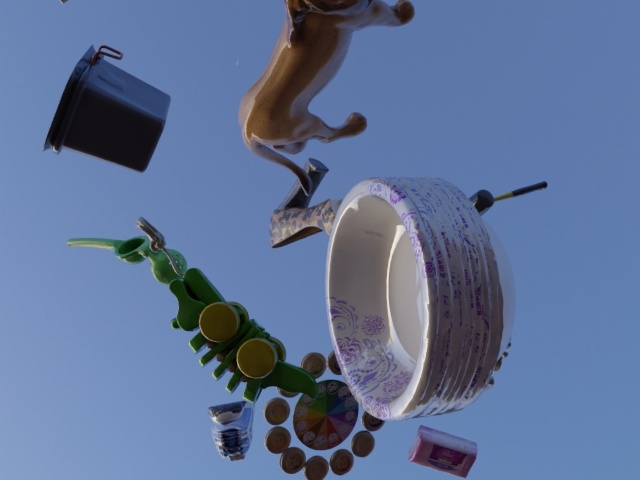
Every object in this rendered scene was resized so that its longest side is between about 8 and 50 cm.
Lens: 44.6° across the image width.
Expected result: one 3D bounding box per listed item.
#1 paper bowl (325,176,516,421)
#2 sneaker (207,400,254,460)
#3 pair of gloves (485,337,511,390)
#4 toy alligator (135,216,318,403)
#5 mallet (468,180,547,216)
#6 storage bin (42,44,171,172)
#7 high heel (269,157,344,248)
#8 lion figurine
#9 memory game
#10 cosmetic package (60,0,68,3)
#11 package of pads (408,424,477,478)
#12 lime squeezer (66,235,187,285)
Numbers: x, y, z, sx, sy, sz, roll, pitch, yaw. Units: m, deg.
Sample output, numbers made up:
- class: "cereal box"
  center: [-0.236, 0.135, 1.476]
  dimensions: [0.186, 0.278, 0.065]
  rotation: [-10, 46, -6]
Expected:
- class: "paper bowl"
  center: [0.122, 0.065, 0.934]
  dimensions: [0.148, 0.284, 0.284]
  rotation: [-3, -63, -21]
- class: "sneaker"
  center: [-0.144, 0.320, 1.319]
  dimensions: [0.080, 0.081, 0.211]
  rotation: [-9, -22, -3]
- class: "pair of gloves"
  center: [0.180, 0.187, 1.219]
  dimensions: [0.204, 0.042, 0.240]
  rotation: [4, -26, 2]
- class: "toy alligator"
  center: [-0.084, 0.063, 0.582]
  dimensions: [0.189, 0.056, 0.051]
  rotation: [42, -91, 6]
- class: "mallet"
  center: [0.343, -0.085, 1.411]
  dimensions: [0.189, 0.062, 0.039]
  rotation: [-19, -106, -21]
- class: "storage bin"
  center: [-0.192, -0.124, 0.736]
  dimensions: [0.091, 0.135, 0.098]
  rotation: [22, -71, -17]
- class: "high heel"
  center: [0.000, 0.000, 1.360]
  dimensions: [0.093, 0.261, 0.186]
  rotation: [11, -59, -38]
- class: "lion figurine"
  center: [-0.021, -0.231, 0.993]
  dimensions: [0.142, 0.240, 0.392]
  rotation: [29, -68, 30]
- class: "memory game"
  center: [0.009, 0.234, 1.042]
  dimensions: [0.186, 0.012, 0.186]
  rotation: [-4, -81, -26]
- class: "cosmetic package"
  center: [-0.427, -0.505, 1.227]
  dimensions: [0.117, 0.085, 0.231]
  rotation: [-33, -42, -3]
- class: "package of pads"
  center: [0.163, 0.282, 1.042]
  dimensions: [0.083, 0.032, 0.050]
  rotation: [17, -58, 0]
- class: "lime squeezer"
  center: [-0.260, 0.037, 1.193]
  dimensions: [0.310, 0.059, 0.110]
  rotation: [28, -27, 11]
